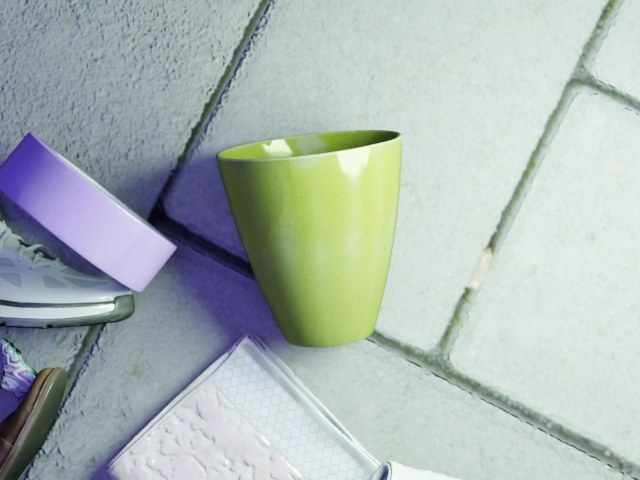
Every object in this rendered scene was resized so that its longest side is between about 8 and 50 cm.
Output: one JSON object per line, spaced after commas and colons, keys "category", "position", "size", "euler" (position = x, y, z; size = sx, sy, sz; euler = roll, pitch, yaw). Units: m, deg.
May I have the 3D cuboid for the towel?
{"category": "towel", "position": [-0.109, 0.360, 1.723], "size": [0.332, 0.053, 0.317], "euler": [45, 87, 5]}

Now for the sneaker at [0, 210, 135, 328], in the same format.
{"category": "sneaker", "position": [-0.497, -0.003, 1.700], "size": [0.447, 0.169, 0.257], "euler": [5, 87, 4]}

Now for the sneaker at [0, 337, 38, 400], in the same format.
{"category": "sneaker", "position": [-0.491, 0.206, 1.747], "size": [0.069, 0.038, 0.098], "euler": [-39, 85, -3]}

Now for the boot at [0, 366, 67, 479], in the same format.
{"category": "boot", "position": [-0.495, 0.314, 1.709], "size": [0.115, 0.112, 0.305], "euler": [30, 89, 10]}

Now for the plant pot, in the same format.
{"category": "plant pot", "position": [0.000, 0.000, 1.668], "size": [0.275, 0.275, 0.293], "euler": [-7, 102, 0]}

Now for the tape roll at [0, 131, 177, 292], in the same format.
{"category": "tape roll", "position": [-0.345, -0.041, 1.648], "size": [0.275, 0.275, 0.090], "euler": [37, 87, 4]}

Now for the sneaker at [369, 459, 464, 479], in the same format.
{"category": "sneaker", "position": [0.102, 0.475, 1.659], "size": [0.169, 0.108, 0.292], "euler": [22, 76, -21]}
